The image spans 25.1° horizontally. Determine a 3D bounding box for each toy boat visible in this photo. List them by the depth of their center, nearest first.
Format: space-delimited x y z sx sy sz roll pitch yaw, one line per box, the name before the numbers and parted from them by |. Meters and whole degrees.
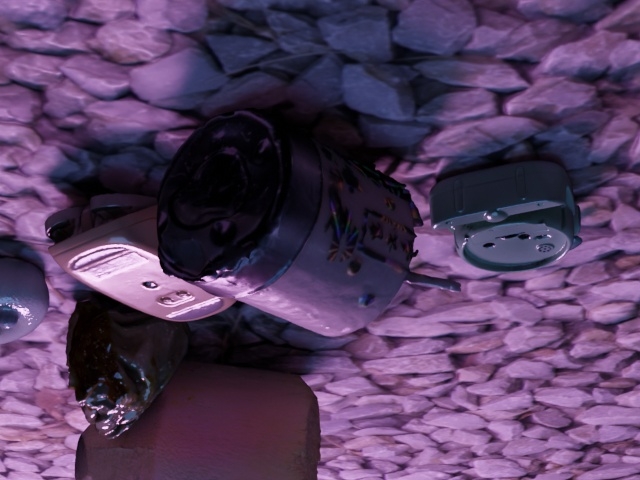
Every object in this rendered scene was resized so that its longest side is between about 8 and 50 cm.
toy boat | -0.403 0.088 1.705 0.134 0.079 0.207 26 143 -37

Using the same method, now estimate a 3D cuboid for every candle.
candle | 0.000 0.000 1.442 0.187 0.187 0.330 -24 146 36

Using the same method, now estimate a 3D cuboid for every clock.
clock | 0.211 -0.017 1.552 0.148 0.060 0.188 -13 151 21

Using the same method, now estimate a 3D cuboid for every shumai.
shumai | -0.266 0.146 1.769 0.142 0.184 0.184 41 135 -20

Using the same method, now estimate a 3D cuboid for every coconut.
coconut | -0.168 0.301 1.893 0.309 0.297 0.297 5 152 -8

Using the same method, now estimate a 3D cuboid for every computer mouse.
computer mouse | -0.185 0.015 1.566 0.145 0.082 0.236 -21 145 33
